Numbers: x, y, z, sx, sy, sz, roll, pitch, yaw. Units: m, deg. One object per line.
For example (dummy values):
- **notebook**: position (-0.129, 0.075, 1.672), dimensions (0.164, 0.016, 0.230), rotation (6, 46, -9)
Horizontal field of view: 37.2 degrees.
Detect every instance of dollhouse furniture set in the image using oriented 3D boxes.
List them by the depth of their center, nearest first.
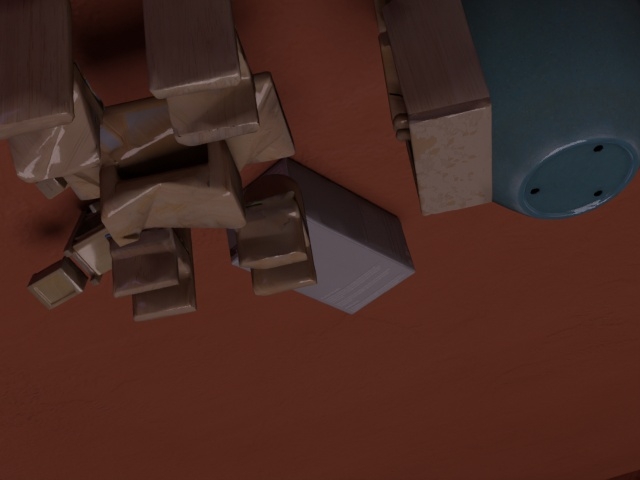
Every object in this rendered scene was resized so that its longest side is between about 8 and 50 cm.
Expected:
- **dollhouse furniture set**: position (-0.061, -0.142, 0.899), dimensions (0.394, 0.256, 0.362), rotation (-12, 150, 4)
- **dollhouse furniture set**: position (-0.295, -0.038, 1.131), dimensions (0.182, 0.101, 0.161), rotation (-27, 118, 19)

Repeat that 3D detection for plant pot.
- **plant pot**: position (0.254, -0.139, 1.059), dimensions (0.290, 0.195, 0.290), rotation (-10, 144, -7)

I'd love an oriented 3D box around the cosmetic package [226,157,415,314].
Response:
- **cosmetic package**: position (0.000, 0.000, 1.247), dimensions (0.127, 0.107, 0.238), rotation (-34, 137, 26)
